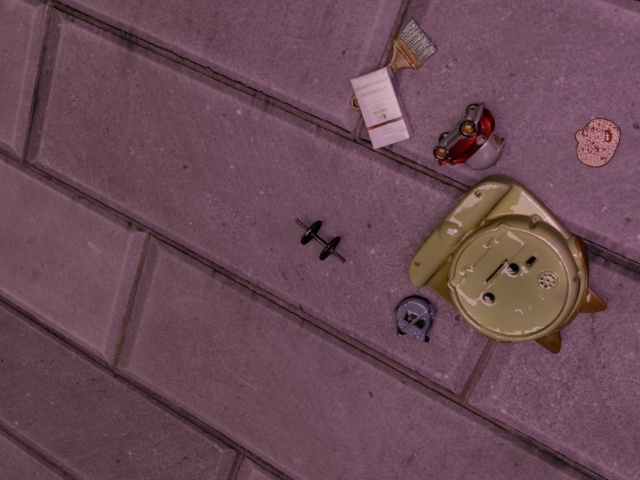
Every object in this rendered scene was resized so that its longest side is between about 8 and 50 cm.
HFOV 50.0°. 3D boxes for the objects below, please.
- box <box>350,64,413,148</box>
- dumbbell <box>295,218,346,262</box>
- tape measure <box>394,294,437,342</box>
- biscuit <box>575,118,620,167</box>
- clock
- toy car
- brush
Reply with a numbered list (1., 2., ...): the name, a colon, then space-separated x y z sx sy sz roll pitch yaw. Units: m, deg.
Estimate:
1. box: 0.127 -0.275 1.420 0.084 0.040 0.154 -15 104 24
2. dumbbell: 0.000 0.000 1.539 0.147 0.069 0.069 40 116 10
3. tape measure: 0.205 0.168 1.496 0.091 0.054 0.094 13 111 15
4. biscuit: 0.516 -0.184 1.285 0.078 0.015 0.091 28 113 18
5. clock: 0.377 0.067 1.355 0.348 0.117 0.286 42 117 10
6. toy car: 0.299 -0.187 1.343 0.112 0.112 0.139 40 127 -7
7. brush: 0.139 -0.349 1.419 0.218 0.010 0.082 -41 84 27
